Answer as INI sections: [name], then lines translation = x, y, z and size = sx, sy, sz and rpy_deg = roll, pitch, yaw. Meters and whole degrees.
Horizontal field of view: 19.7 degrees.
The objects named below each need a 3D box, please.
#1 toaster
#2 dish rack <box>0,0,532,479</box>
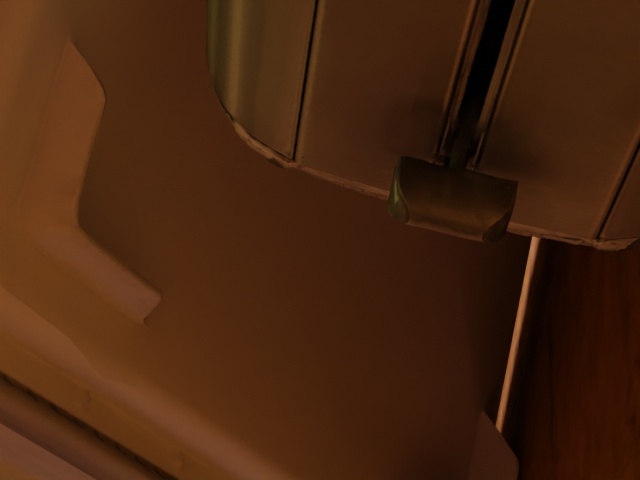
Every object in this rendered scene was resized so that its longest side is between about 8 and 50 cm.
[toaster]
translation = 0.050, -0.108, 0.379
size = 0.146, 0.129, 0.227
rpy_deg = 103, -179, -52
[dish rack]
translation = -0.006, -0.042, 0.519
size = 0.333, 0.072, 0.285
rpy_deg = 42, -124, -53
